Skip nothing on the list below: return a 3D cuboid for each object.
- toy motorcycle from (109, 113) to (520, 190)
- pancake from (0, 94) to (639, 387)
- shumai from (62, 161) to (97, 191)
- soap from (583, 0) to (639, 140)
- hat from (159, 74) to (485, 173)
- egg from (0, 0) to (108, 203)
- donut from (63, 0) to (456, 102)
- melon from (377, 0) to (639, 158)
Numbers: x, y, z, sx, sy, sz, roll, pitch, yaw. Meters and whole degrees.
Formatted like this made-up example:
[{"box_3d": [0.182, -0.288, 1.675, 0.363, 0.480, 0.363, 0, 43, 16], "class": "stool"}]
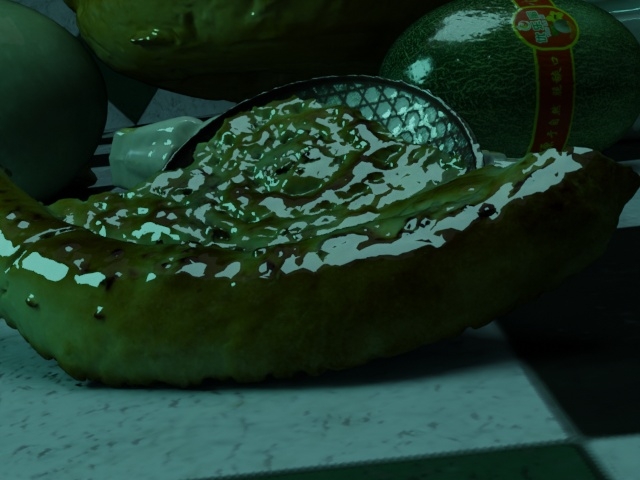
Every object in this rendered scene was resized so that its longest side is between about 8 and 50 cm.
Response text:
[{"box_3d": [-0.007, -0.045, 0.702, 0.341, 0.108, 0.223, 10, 12, 36], "class": "toy motorcycle"}, {"box_3d": [-0.041, -0.019, 0.479, 0.376, 0.054, 0.197, -1, 41, 16], "class": "pancake"}, {"box_3d": [-0.436, -0.114, 1.288, 0.218, 0.189, 0.256, -31, 36, -25], "class": "shumai"}, {"box_3d": [0.346, -0.231, 1.240, 0.347, 0.208, 0.115, 1, 13, 39], "class": "soap"}, {"box_3d": [0.000, 0.000, 0.548, 0.193, 0.082, 0.193, -9, 48, 10], "class": "hat"}, {"box_3d": [-0.405, -0.135, 1.044, 0.352, 0.258, 0.258, -5, 10, -8], "class": "egg"}, {"box_3d": [-0.058, -0.262, 1.074, 0.449, 0.198, 0.449, 1, -1, 0], "class": "donut"}, {"box_3d": [0.173, -0.145, 0.941, 0.288, 0.182, 0.182, -11, 11, -16], "class": "melon"}]
